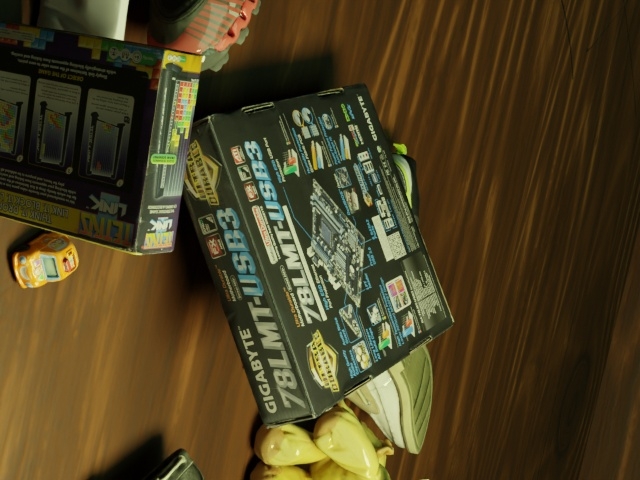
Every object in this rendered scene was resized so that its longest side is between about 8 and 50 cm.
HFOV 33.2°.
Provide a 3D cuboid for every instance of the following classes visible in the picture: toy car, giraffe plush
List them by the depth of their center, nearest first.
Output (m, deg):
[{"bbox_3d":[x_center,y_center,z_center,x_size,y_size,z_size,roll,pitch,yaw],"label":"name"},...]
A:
[{"bbox_3d":[-0.213,-0.021,0.857,0.060,0.040,0.122,-20,120,-57],"label":"toy car"},{"bbox_3d":[0.024,0.274,1.311,0.170,0.210,0.181,-80,176,-82],"label":"giraffe plush"}]

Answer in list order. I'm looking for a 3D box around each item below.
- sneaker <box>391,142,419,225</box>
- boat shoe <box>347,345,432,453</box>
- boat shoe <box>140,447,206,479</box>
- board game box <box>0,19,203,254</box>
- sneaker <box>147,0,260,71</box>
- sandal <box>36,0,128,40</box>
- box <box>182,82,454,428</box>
[{"bbox_3d":[0.102,-0.007,1.379,0.097,0.084,0.235,-35,132,-52],"label":"sneaker"},{"bbox_3d":[0.076,0.165,1.393,0.302,0.103,0.113,73,28,-42],"label":"boat shoe"},{"bbox_3d":[-0.193,0.268,1.002,0.219,0.078,0.070,-29,92,-50],"label":"boat shoe"},{"bbox_3d":[-0.174,-0.077,0.766,0.048,0.170,0.141,-9,111,-61],"label":"board game box"},{"bbox_3d":[-0.096,-0.272,0.894,0.135,0.097,0.276,38,67,-60],"label":"sneaker"},{"bbox_3d":[-0.162,-0.208,0.816,0.076,0.102,0.265,-21,129,-58],"label":"sandal"},{"bbox_3d":[0.000,0.000,1.090,0.293,0.073,0.295,-24,94,-54],"label":"box"}]
